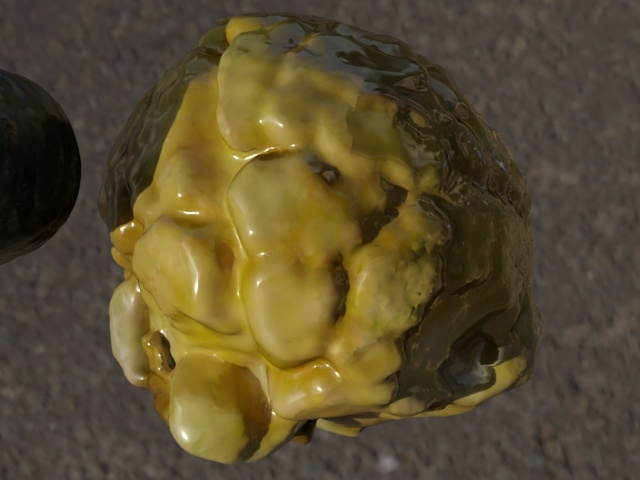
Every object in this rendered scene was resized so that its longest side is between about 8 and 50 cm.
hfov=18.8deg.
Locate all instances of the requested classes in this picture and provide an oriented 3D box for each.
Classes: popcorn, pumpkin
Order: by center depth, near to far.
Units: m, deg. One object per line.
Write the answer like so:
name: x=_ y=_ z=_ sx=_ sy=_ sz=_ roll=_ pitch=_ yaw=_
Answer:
pumpkin: x=-0.283 y=-0.041 z=1.393 sx=0.224 sy=0.224 sz=0.157 roll=-9 pitch=83 yaw=15
popcorn: x=0.002 y=-0.015 z=1.519 sx=0.344 sy=0.354 sz=0.390 roll=4 pitch=49 yaw=-12
